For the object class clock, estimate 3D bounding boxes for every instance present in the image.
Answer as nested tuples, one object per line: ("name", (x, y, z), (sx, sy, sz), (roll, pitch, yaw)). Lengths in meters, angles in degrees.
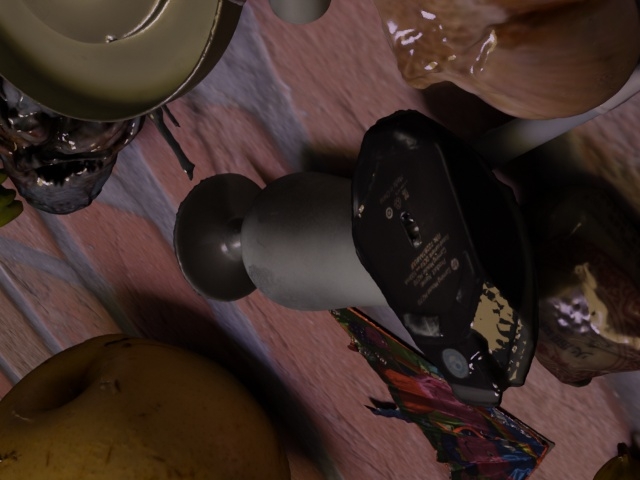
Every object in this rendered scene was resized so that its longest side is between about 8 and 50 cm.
("clock", (-0.149, -0.186, 0.894), (0.235, 0.029, 0.235), (12, 116, 27))

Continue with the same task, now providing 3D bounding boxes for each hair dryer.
("hair dryer", (-0.045, -0.185, 0.886), (0.124, 0.038, 0.063), (38, 155, 24))

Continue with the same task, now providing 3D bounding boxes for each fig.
("fig", (0.225, 0.178, 1.095), (0.050, 0.050, 0.083), (24, 141, 33))

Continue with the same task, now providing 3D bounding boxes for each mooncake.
("mooncake", (0.157, 0.030, 0.907), (0.125, 0.073, 0.130), (44, 154, -4))

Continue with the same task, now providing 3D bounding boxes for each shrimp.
("shrimp", (-0.174, -0.115, 1.096), (0.172, 0.137, 0.372), (5, 166, -9))

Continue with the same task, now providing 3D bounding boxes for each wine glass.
("wine glass", (0.000, 0.000, 1.051), (0.231, 0.103, 0.103), (1, 135, 50))

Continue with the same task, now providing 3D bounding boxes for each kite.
("kite", (0.108, 0.156, 1.263), (0.234, 0.016, 0.321), (7, 140, 52))

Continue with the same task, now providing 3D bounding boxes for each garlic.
("garlic", (0.094, -0.132, 0.709), (0.124, 0.099, 0.174), (-3, 139, 31))

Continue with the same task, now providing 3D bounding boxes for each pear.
("pear", (-0.198, 0.262, 1.513), (0.348, 0.348, 0.348), (33, 155, 17))

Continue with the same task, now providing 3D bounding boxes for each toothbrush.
("toothbrush", (0.145, -0.071, 0.806), (0.030, 0.025, 0.342), (65, 153, -3))

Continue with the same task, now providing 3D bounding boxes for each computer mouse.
("computer mouse", (0.080, 0.006, 0.877), (0.106, 0.062, 0.192), (-48, 59, 44))

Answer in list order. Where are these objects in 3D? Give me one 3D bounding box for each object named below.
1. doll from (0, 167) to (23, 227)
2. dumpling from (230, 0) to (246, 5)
("doll", (-0.379, -0.142, 1.277), (0.346, 0.099, 0.341), (52, 163, 21))
("dumpling", (0.065, -0.181, 0.443), (0.341, 0.260, 0.181), (16, 153, 51))
